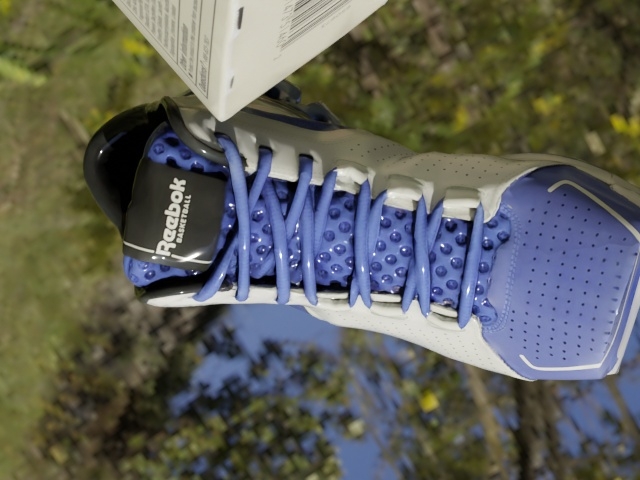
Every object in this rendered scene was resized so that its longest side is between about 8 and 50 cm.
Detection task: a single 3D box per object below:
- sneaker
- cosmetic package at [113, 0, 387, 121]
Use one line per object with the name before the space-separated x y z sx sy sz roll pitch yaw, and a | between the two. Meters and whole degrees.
sneaker | -0.001 0.000 0.892 0.315 0.127 0.182 19 -163 28
cosmetic package | -0.098 -0.221 0.786 0.113 0.309 0.160 -37 169 -17
